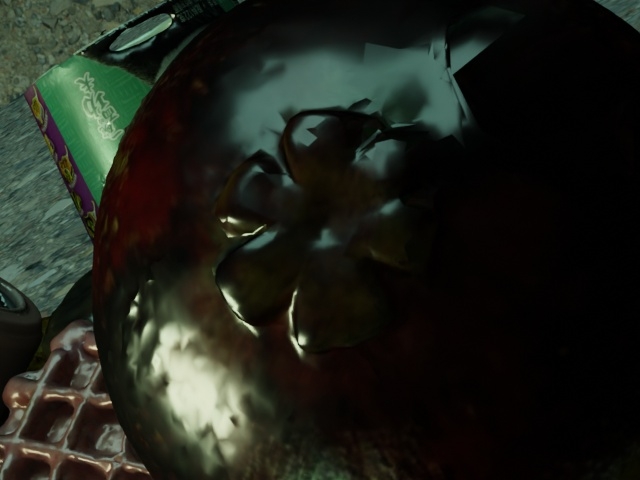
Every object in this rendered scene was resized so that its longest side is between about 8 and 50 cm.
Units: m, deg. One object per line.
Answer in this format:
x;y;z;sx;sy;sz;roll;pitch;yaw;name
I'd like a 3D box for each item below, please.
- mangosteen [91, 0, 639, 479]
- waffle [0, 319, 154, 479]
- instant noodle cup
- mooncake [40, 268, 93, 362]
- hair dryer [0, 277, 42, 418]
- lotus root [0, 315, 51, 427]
0.048;0.016;0.689;0.311;0.311;0.311;-27;18;9;mangosteen
-0.098;0.128;0.824;0.221;0.055;0.234;-30;49;0;waffle
-0.116;-0.092;1.293;0.251;0.190;0.251;-30;5;3;instant noodle cup
-0.069;0.057;1.006;0.228;0.124;0.228;-26;18;9;mooncake
-0.254;0.148;0.930;0.210;0.125;0.352;-60;21;8;hair dryer
-0.200;0.097;1.163;0.108;0.094;0.190;25;42;28;lotus root
